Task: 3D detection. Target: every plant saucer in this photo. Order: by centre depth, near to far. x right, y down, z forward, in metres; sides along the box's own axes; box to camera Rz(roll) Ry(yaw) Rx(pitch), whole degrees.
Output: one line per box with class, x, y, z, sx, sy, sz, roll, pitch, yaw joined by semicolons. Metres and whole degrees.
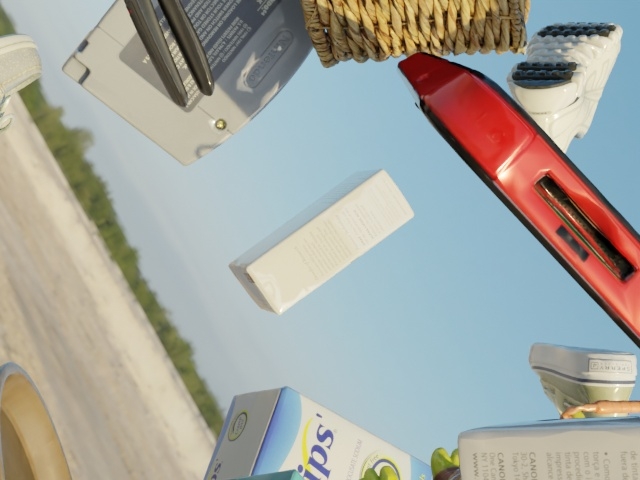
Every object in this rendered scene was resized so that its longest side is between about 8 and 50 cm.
plant saucer;-0.241;0.239;0.951;0.278;0.041;0.277;166;-90;-85

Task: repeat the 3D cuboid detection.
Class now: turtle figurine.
turtle figurine;0.124;0.198;0.883;0.087;0.270;0.217;64;-18;1

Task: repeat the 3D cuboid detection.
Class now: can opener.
can opener;-0.138;-0.199;0.944;0.073;0.059;0.186;-128;-158;-72

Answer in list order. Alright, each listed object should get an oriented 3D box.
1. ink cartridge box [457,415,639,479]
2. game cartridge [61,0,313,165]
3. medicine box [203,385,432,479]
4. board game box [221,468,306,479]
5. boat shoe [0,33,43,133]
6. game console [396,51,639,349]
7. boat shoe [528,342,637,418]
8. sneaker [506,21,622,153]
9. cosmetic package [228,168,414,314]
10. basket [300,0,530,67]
ink cartridge box;0.159;0.147;0.372;0.056;0.225;0.180;4;80;-56
game cartridge;-0.110;-0.238;1.233;0.198;0.297;0.062;39;4;-20
medicine box;-0.019;0.386;1.602;0.289;0.263;0.149;33;-29;-25
board game box;-0.036;0.370;1.147;0.254;0.079;0.336;-17;-54;37
boat shoe;-0.382;-0.096;1.099;0.118;0.320;0.103;-24;-73;46
game console;0.212;-0.001;0.962;0.386;0.060;0.342;46;5;-11
boat shoe;0.314;0.176;1.401;0.302;0.109;0.094;49;47;-85
sneaker;0.309;-0.196;1.439;0.110;0.292;0.118;5;-59;29
cosmetic package;0.000;0.000;1.529;0.085;0.231;0.117;55;-12;-10
basket;0.087;-0.344;1.123;0.299;0.223;0.213;69;25;-50
